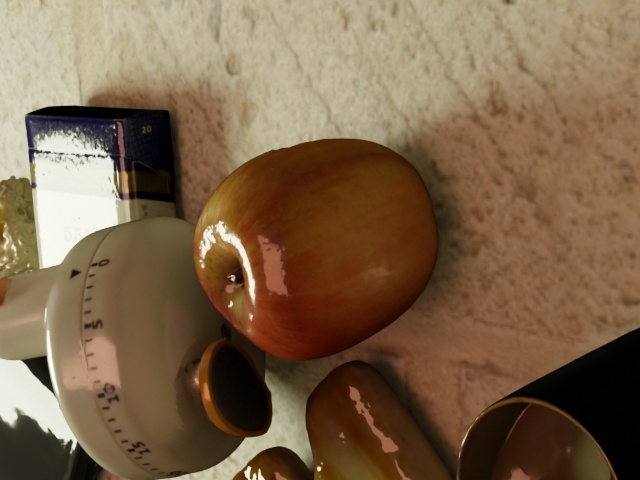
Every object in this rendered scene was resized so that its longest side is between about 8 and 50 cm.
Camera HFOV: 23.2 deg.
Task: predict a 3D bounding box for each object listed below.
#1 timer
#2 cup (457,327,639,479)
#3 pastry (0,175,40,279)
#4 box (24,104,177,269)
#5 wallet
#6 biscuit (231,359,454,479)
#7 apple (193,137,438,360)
[{"bbox_3d":[-0.163,0.097,1.380,0.240,0.233,0.234,-12,91,26],"label":"timer"},{"bbox_3d":[0.212,0.191,1.073,0.166,0.177,0.240,-14,90,46],"label":"cup"},{"bbox_3d":[-0.391,0.026,1.671,0.258,0.089,0.122,-24,55,23],"label":"pastry"},{"bbox_3d":[-0.210,-0.003,1.535,0.168,0.071,0.259,8,105,44],"label":"box"},{"bbox_3d":[-0.382,0.159,1.760,0.406,0.062,0.228,40,125,31],"label":"wallet"},{"bbox_3d":[0.049,0.271,1.341,0.291,0.062,0.237,55,131,21],"label":"biscuit"},{"bbox_3d":[0.000,0.000,1.252,0.199,0.199,0.199,13,109,43],"label":"apple"}]
